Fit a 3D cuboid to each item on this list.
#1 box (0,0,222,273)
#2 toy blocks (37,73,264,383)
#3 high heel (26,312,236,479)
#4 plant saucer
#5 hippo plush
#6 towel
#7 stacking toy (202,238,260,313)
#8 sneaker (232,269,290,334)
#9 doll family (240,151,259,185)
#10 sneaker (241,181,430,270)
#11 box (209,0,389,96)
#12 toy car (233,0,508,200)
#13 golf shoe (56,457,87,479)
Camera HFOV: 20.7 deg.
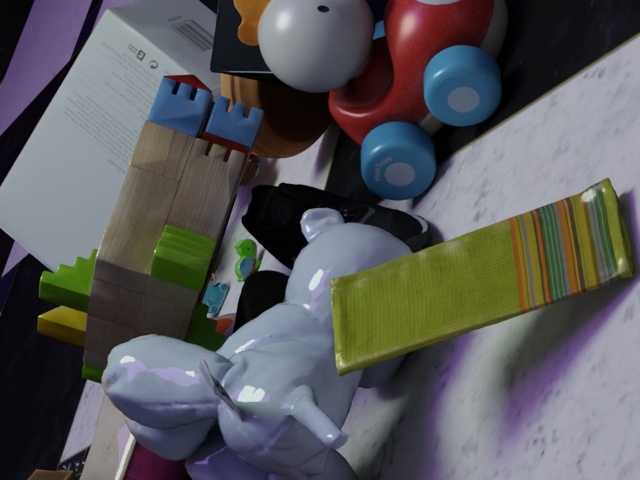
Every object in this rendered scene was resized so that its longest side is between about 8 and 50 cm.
[{"bbox_3d":[-0.251,-0.136,2.305,0.345,0.168,0.215,-54,-8,25],"label":"box"},{"bbox_3d":[-0.139,-0.028,1.703,0.381,0.191,0.260,113,174,-66],"label":"toy blocks"},{"bbox_3d":[-0.168,0.240,1.848,0.127,0.181,0.377,3,37,48],"label":"high heel"},{"bbox_3d":[-0.030,-0.187,1.932,0.037,0.200,0.200,12,74,37],"label":"plant saucer"},{"bbox_3d":[-0.032,0.082,1.488,0.236,0.234,0.294,-60,-14,-25],"label":"hippo plush"},{"bbox_3d":[0.118,0.028,1.330,0.237,0.021,0.102,-20,38,15],"label":"towel"},{"bbox_3d":[-0.152,0.095,2.058,0.167,0.052,0.221,-4,61,67],"label":"stacking toy"},{"bbox_3d":[-0.048,0.148,1.726,0.118,0.083,0.222,109,163,-45],"label":"sneaker"},{"bbox_3d":[-0.176,-0.047,2.120,0.263,0.118,0.163,-55,11,6],"label":"doll family"},{"bbox_3d":[0.000,0.000,1.686,0.107,0.124,0.283,-66,20,-6],"label":"sneaker"},{"bbox_3d":[-0.003,-0.290,1.837,0.103,0.184,0.261,7,91,41],"label":"box"},{"bbox_3d":[0.034,-0.200,1.680,0.210,0.238,0.219,-49,25,35],"label":"toy car"},{"bbox_3d":[-0.314,0.343,2.130,0.198,0.094,0.077,-36,37,0],"label":"golf shoe"}]
